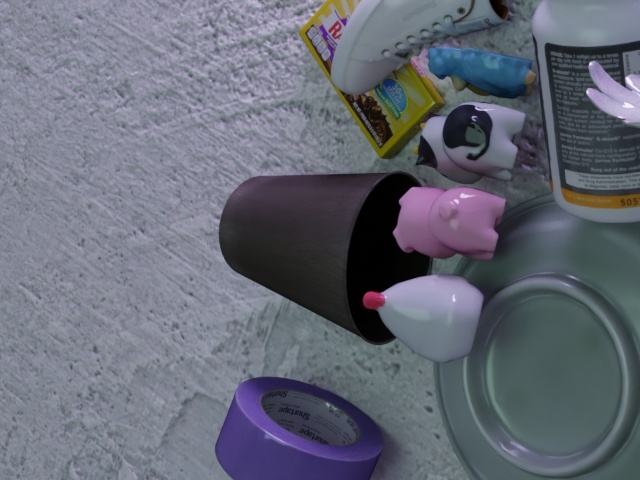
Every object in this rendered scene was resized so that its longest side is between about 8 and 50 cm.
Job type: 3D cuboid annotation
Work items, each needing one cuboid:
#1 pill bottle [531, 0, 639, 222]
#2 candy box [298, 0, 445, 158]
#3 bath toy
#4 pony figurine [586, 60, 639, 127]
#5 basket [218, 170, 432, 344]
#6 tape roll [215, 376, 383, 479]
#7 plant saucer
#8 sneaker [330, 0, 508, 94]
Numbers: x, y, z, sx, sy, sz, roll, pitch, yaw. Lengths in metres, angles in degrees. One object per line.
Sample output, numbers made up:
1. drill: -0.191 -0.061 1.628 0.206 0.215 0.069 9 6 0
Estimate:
1. pill bottle: 0.296 -0.171 1.614 0.162 0.162 0.278 11 122 39
2. candy box: 0.059 -0.209 1.950 0.105 0.027 0.206 -44 65 28
3. bath toy: 0.137 -0.040 1.764 0.129 0.151 0.348 13 76 4
4. pony figurine: 0.461 -0.145 1.420 0.351 0.363 0.302 5 53 40
5. basket: 0.000 0.000 1.933 0.227 0.154 0.204 15 105 42
6. tape roll: -0.025 0.244 1.934 0.189 0.189 0.080 35 112 33
7. plant saucer: 0.266 0.144 1.748 0.401 0.101 0.400 2 93 39
8. sneaker: 0.130 -0.256 1.826 0.290 0.106 0.123 -49 66 20
